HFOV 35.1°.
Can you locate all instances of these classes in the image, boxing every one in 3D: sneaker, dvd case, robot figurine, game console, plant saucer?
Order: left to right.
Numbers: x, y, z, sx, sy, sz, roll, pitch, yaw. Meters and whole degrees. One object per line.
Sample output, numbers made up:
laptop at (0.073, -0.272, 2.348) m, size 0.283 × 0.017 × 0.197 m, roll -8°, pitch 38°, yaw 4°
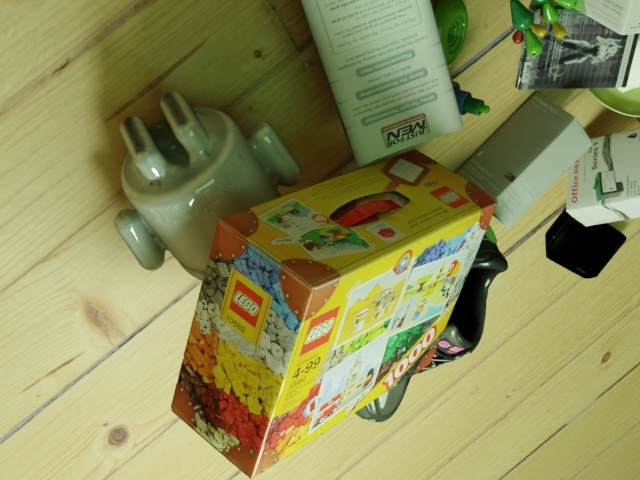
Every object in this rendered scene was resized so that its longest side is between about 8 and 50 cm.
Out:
robot figurine at (-0.177, -0.066, 1.592) m, size 0.300 × 0.199 × 0.353 m, roll -30°, pitch 135°, yaw 2°
sneaker at (0.190, 0.170, 1.945) m, size 0.185 × 0.202 × 0.482 m, roll 9°, pitch 118°, yaw -37°
dvd case at (0.484, -0.360, 1.893) m, size 0.221 × 0.018 × 0.164 m, roll -2°, pitch 125°, yaw -8°
game console at (0.649, -0.083, 2.240) m, size 0.213 × 0.044 × 0.361 m, roll 23°, pitch 107°, yaw -42°
plant saucer at (0.621, -0.352, 1.938) m, size 0.037 × 0.241 × 0.241 m, roll -59°, pitch 158°, yaw -52°

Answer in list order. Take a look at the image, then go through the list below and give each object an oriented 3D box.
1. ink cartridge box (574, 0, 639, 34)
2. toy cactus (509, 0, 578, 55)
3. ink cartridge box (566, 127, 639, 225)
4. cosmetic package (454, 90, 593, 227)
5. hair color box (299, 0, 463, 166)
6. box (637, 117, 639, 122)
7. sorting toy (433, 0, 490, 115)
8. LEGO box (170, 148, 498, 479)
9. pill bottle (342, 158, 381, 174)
ink cartridge box at (0.524, -0.517, 1.724) m, size 0.115 × 0.198 × 0.272 m, roll -11°, pitch 127°, yaw -25°
toy cactus at (0.357, -0.438, 1.750) m, size 0.181 × 0.112 × 0.218 m, roll 8°, pitch 114°, yaw -9°
ink cartridge box at (0.608, -0.130, 2.025) m, size 0.093 × 0.219 × 0.160 m, roll 27°, pitch 62°, yaw -42°
cosmetic package at (0.391, -0.156, 1.957) m, size 0.238 × 0.127 × 0.107 m, roll -49°, pitch 135°, yaw 4°
hair color box at (0.083, -0.320, 1.578) m, size 0.185 × 0.113 × 0.374 m, roll -20°, pitch 125°, yaw 2°
box at (0.799, -0.334, 2.076) m, size 0.300 × 0.154 × 0.142 m, roll -46°, pitch 135°, yaw 3°
sorting toy at (0.255, -0.359, 1.688) m, size 0.127 × 0.126 × 0.365 m, roll -44°, pitch 144°, yaw -42°
LEGO box at (0.029, 0.098, 1.636) m, size 0.500 × 0.193 × 0.372 m, roll -23°, pitch 140°, yaw -47°
pill bottle at (0.093, -0.080, 1.848) m, size 0.078 × 0.078 × 0.137 m, roll -32°, pitch 135°, yaw -10°
